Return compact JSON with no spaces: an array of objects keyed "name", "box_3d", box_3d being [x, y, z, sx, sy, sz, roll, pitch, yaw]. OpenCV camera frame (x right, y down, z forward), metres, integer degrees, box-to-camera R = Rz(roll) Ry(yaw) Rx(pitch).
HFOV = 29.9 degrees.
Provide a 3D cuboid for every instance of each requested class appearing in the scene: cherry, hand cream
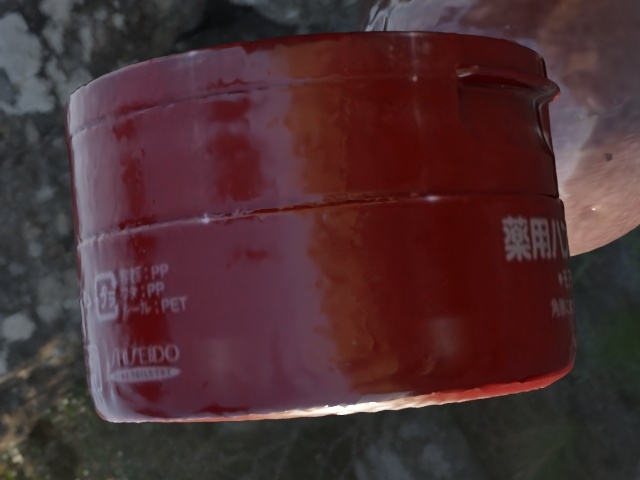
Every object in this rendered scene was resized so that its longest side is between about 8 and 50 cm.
[{"name":"cherry","box_3d":[0.134,-0.101,0.688,0.239,0.206,0.239,42,-150,-31]},{"name":"hand cream","box_3d":[0.000,0.000,0.462,0.193,0.193,0.125,166,99,-76]}]
